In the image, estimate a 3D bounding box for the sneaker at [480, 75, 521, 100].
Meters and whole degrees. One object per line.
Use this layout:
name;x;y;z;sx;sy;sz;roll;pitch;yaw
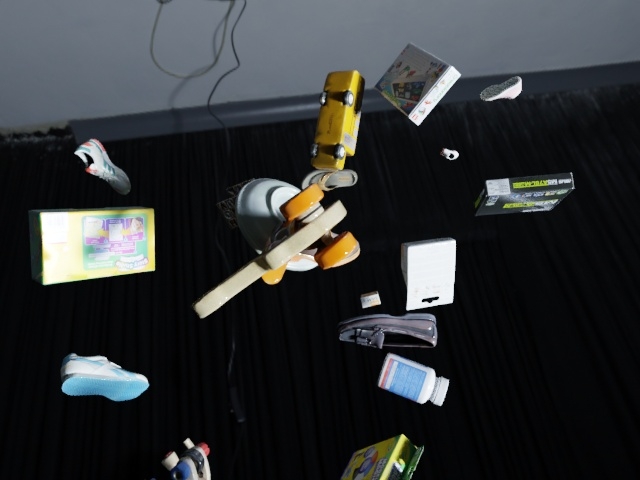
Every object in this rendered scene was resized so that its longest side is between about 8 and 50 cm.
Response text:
sneaker;0.611;-0.494;1.701;0.134;0.051;0.070;-21;153;21

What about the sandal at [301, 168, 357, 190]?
sandal;0.034;-0.224;1.946;0.219;0.060;0.090;-3;124;2

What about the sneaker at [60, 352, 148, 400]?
sneaker;-0.536;0.340;1.275;0.087;0.092;0.228;-46;137;12

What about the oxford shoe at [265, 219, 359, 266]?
oxford shoe;0.000;0.000;1.715;0.363;0.130;0.133;2;129;-35

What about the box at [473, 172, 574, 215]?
box;0.472;-0.105;1.199;0.190;0.045;0.184;-4;166;7

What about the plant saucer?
plant saucer;-0.114;-0.084;1.854;0.400;0.401;0.100;15;139;-34

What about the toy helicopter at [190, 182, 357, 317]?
toy helicopter;-0.103;0.031;0.995;0.355;0.140;0.235;-35;-172;3

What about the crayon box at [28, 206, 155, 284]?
crayon box;-0.552;0.005;1.247;0.081;0.165;0.278;9;-169;43

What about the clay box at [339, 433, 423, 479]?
clay box;0.121;0.498;1.089;0.053;0.127;0.222;43;135;0

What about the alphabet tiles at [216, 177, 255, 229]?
alphabet tiles;-0.301;-0.135;2.044;0.237;0.198;0.009;-31;178;-44

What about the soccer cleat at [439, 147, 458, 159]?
soccer cleat;0.374;-0.243;1.446;0.083;0.035;0.029;4;123;-47

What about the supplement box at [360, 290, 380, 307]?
supplement box;0.171;0.201;1.735;0.062;0.036;0.098;-15;179;4

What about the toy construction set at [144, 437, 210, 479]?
toy construction set;-0.311;0.633;1.200;0.257;0.237;0.309;-39;179;-6

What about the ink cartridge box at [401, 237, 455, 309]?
ink cartridge box;0.289;0.087;1.357;0.145;0.045;0.179;-7;110;-17

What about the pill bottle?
pill bottle;0.314;0.477;1.718;0.221;0.124;0.124;19;151;14

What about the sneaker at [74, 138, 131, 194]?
sneaker;-0.548;-0.173;1.265;0.057;0.075;0.161;-22;111;28

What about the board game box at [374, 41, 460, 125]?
board game box;0.303;-0.517;1.645;0.053;0.305;0.193;29;111;-33

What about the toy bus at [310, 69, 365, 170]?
toy bus;0.060;-0.396;1.692;0.108;0.333;0.130;7;176;28

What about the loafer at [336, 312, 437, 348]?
loafer;0.201;0.281;1.522;0.302;0.095;0.109;-5;143;2
